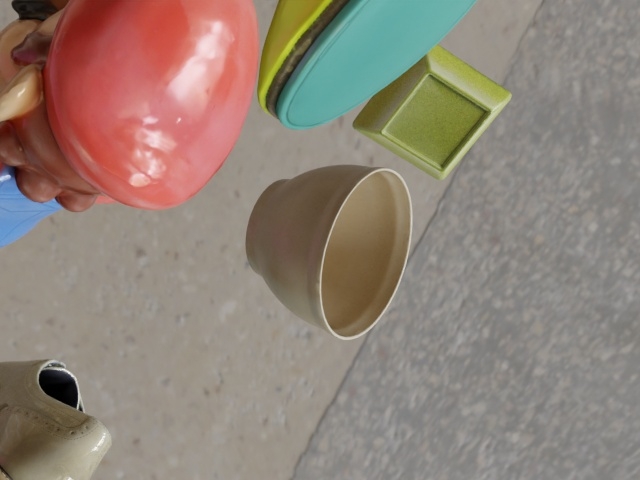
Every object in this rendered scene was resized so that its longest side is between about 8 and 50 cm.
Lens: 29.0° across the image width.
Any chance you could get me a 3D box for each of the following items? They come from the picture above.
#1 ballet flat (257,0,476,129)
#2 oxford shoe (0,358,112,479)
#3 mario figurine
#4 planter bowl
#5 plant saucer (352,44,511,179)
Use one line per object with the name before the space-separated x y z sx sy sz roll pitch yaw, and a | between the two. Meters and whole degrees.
ballet flat | 0.049 -0.137 0.468 0.231 0.077 0.077 -40 66 31
oxford shoe | -0.312 0.184 1.266 0.146 0.397 0.140 -40 119 -14
mario figurine | -0.169 -0.071 0.666 0.320 0.198 0.170 -26 103 28
planter bowl | 0.000 0.000 1.154 0.109 0.162 0.162 17 68 30
plant saucer | 0.178 -0.195 1.943 0.188 0.045 0.188 29 114 -21
